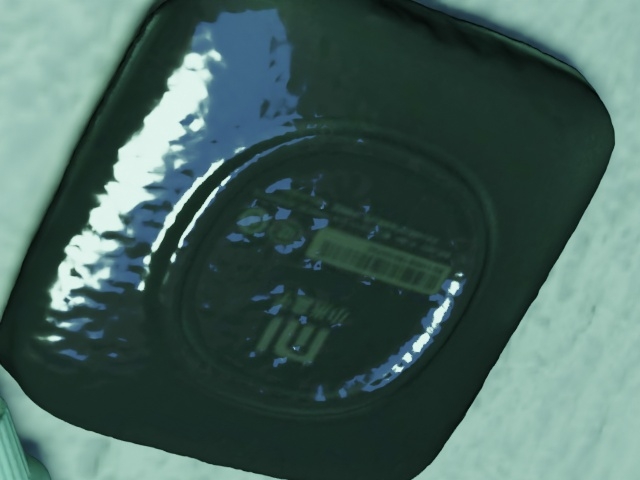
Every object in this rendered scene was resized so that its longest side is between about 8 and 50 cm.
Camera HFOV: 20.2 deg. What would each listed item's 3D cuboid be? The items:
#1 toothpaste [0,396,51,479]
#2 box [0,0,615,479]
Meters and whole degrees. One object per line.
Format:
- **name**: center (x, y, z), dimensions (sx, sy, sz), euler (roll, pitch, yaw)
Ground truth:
- **toothpaste**: center (-0.111, 0.189, 0.728), dimensions (0.074, 0.048, 0.297), euler (-20, 123, -19)
- **box**: center (0.000, 0.000, 0.692), dimensions (0.212, 0.042, 0.201), euler (19, 105, -30)
